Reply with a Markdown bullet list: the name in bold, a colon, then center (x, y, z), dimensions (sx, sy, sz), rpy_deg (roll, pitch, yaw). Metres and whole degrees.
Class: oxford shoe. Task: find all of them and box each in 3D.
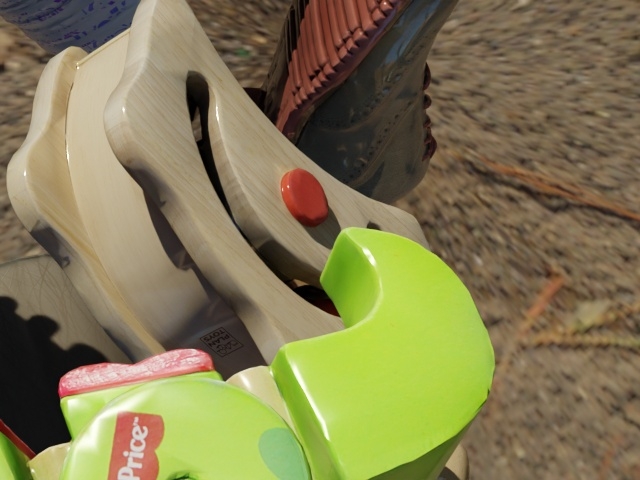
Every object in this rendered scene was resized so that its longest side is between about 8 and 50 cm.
- **oxford shoe**: center (0.033, -0.106, 1.329), dimensions (0.130, 0.123, 0.348), rpy_deg (20, 135, -21)

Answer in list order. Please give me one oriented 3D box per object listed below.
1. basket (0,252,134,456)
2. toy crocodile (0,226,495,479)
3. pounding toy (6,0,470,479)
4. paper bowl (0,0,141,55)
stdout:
- **basket**: center (-0.187, 0.149, 1.321), dimensions (0.204, 0.227, 0.154), rpy_deg (-35, 135, 1)
- **toy crocodile**: center (-0.105, 0.096, 0.544), dimensions (0.340, 0.115, 0.105), rpy_deg (-23, 68, -8)
- **pounding toy**: center (0.000, 0.000, 0.891), dimensions (0.155, 0.154, 0.269), rpy_deg (-28, 104, 33)
- **paper bowl**: center (-0.149, -0.278, 1.348), dimensions (0.148, 0.284, 0.284), rpy_deg (39, 95, -27)
